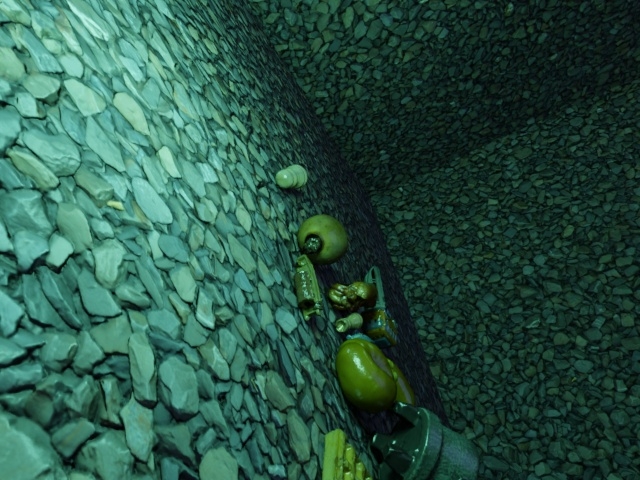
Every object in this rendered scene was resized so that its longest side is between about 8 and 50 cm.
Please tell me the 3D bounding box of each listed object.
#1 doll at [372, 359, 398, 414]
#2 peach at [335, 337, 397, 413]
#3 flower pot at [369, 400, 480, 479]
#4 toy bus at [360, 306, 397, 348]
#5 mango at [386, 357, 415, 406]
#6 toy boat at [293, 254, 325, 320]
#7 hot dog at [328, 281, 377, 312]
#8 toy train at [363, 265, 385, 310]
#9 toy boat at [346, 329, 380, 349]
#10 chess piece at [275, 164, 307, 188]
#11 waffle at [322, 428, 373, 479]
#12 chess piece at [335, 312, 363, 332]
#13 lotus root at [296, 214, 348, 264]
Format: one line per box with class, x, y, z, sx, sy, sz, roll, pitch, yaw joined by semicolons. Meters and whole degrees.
doll;0.212;0.503;1.735;0.221;0.135;0.143;-90;162;-52
peach;0.146;0.430;1.557;0.251;0.153;0.251;59;11;-19
flower pot;0.295;0.673;1.468;0.282;0.299;0.299;33;19;-5
toy bus;0.263;0.394;2.130;0.209;0.126;0.136;52;28;-46
mango;0.306;0.599;1.979;0.254;0.113;0.138;64;16;19
toy boat;-0.043;0.140;1.493;0.088;0.068;0.226;39;30;-46
hot dog;0.136;0.223;1.876;0.349;0.158;0.117;25;61;-75
toy train;0.265;0.248;2.439;0.407;0.088;0.087;-87;-175;-62
toy boat;0.145;0.391;1.805;0.102;0.088;0.215;34;-6;34
chess piece;-0.113;-0.233;1.805;0.094;0.094;0.170;65;17;-5
waffle;0.082;0.622;1.192;0.274;0.057;0.168;61;15;-19
chess piece;0.101;0.304;1.757;0.122;0.066;0.066;-4;70;-60
lotus root;0.000;0.000;1.685;0.183;0.182;0.310;67;15;4
